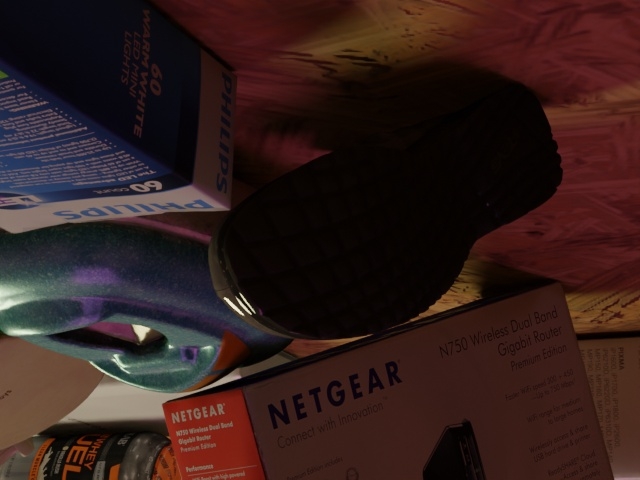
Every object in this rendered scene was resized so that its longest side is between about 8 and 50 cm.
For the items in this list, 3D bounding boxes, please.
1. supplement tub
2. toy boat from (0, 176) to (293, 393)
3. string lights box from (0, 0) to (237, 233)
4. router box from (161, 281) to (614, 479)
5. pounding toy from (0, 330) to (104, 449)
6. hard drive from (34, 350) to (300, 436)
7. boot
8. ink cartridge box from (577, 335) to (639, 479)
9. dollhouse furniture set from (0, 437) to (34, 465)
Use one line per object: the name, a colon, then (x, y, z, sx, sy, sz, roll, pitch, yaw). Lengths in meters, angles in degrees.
supplement tub: (-0.211, 0.246, 1.562, 0.190, 0.117, 0.117, -6, 162, 22)
toy boat: (-0.156, 0.045, 0.989, 0.318, 0.148, 0.267, -11, 159, 35)
string lights box: (-0.153, -0.077, 0.704, 0.133, 0.076, 0.260, -6, 162, 22)
router box: (0.076, 0.209, 1.078, 0.082, 0.301, 0.335, -16, 180, 44)
pounding toy: (-0.240, 0.064, 1.191, 0.237, 0.110, 0.183, -26, 155, -5)
hard drive: (-0.175, 0.147, 1.509, 0.353, 0.047, 0.233, -6, 162, 25)
boot: (0.000, 0.000, 0.796, 0.161, 0.083, 0.246, -18, -174, 43)
ink cartridge box: (0.194, 0.173, 1.425, 0.306, 0.131, 0.226, -3, 163, 20)
dollhouse furniture set: (-0.408, 0.120, 1.374, 0.286, 0.198, 0.303, 53, 173, -15)
